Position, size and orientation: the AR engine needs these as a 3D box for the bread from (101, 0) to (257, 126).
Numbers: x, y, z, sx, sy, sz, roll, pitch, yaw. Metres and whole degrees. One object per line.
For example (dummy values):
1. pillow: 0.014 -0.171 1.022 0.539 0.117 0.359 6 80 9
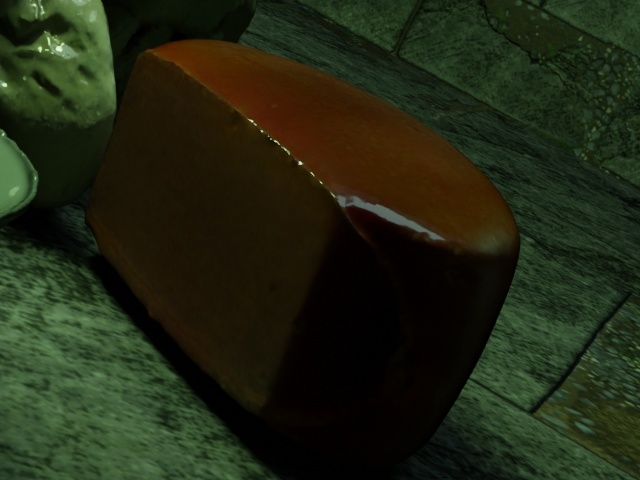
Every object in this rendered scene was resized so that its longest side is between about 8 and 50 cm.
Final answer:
1. bread: -0.208 -0.279 1.512 0.239 0.264 0.395 54 21 10

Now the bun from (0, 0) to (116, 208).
1. bun: -0.265 -0.141 1.208 0.116 0.210 0.237 0 70 -33

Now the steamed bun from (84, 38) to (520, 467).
1. steamed bun: 0.000 0.000 1.113 0.248 0.235 0.379 4 26 -42

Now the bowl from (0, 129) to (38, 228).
1. bowl: -0.350 -0.028 0.794 0.337 0.157 0.337 25 15 -7
